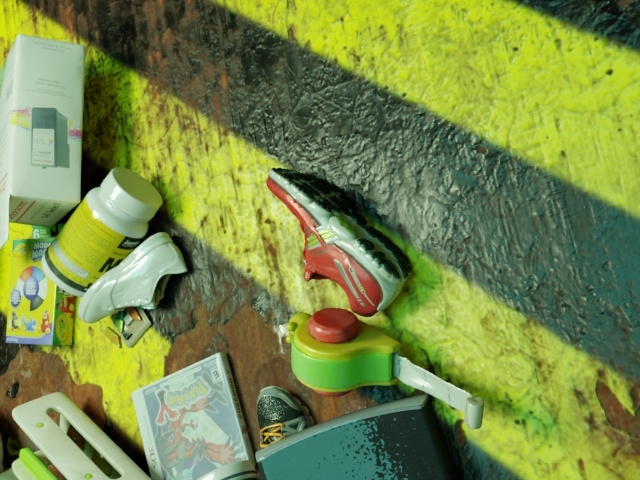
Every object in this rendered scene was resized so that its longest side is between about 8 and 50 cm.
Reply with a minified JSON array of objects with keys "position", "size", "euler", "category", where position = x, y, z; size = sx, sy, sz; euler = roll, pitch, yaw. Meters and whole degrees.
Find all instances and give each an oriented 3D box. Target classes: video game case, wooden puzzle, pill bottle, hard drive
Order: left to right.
[{"position":[-0.365,-0.014,1.443],"size":[0.208,0.119,0.119],"euler":[-49,62,18],"category":"pill bottle"},{"position":[-0.326,0.137,1.463],"size":[0.078,0.014,0.116],"euler":[44,107,28],"category":"wooden puzzle"},{"position":[-0.206,0.297,1.363],"size":[0.201,0.023,0.183],"euler":[-26,71,27],"category":"video game case"},{"position":[0.047,0.315,1.136],"size":[0.255,0.054,0.172],"euler":[-20,73,7],"category":"hard drive"}]

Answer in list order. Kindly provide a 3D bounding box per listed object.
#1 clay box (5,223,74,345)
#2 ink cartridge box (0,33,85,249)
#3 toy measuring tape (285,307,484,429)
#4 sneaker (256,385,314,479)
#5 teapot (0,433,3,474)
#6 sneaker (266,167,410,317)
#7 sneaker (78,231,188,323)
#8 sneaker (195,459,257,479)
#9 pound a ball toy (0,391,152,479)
[{"position":[-0.506,0.078,1.560],"size":[0.127,0.053,0.222],"euler":[-2,84,31],"category":"clay box"},{"position":[-0.492,-0.148,1.484],"size":[0.207,0.119,0.353],"euler":[-21,67,58],"category":"ink cartridge box"},{"position":[0.056,0.173,1.125],"size":[0.330,0.121,0.121],"euler":[26,99,44],"category":"toy measuring tape"},{"position":[-0.051,0.313,1.229],"size":[0.084,0.083,0.214],"euler":[-29,69,28],"category":"sneaker"},{"position":[-0.659,0.422,1.525],"size":[0.187,0.256,0.252],"euler":[43,93,11],"category":"teapot"},{"position":[0.000,0.000,1.224],"size":[0.279,0.107,0.118],"euler":[47,116,29],"category":"sneaker"},{"position":[-0.310,0.085,1.422],"size":[0.212,0.080,0.094],"euler":[-41,80,15],"category":"sneaker"},{"position":[-0.179,0.453,1.270],"size":[0.321,0.126,0.127],"euler":[-50,57,30],"category":"sneaker"},{"position":[-0.403,0.398,1.425],"size":[0.319,0.136,0.208],"euler":[30,122,37],"category":"pound a ball toy"}]
